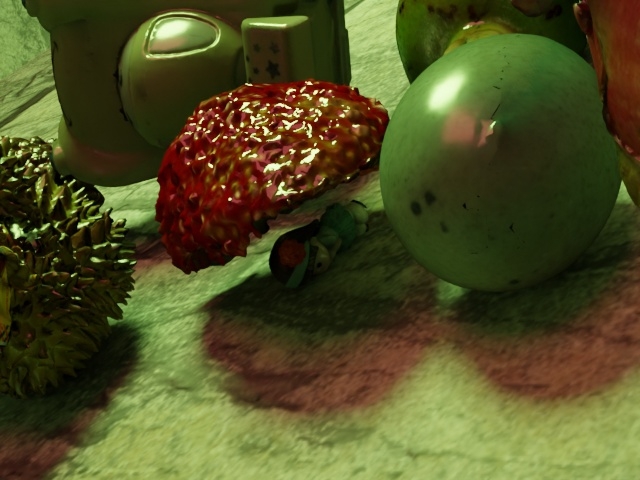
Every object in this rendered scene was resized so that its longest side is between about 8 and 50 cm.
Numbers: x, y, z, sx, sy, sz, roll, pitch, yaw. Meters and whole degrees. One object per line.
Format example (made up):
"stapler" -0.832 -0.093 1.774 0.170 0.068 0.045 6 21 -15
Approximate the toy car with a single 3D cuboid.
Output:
"toy car" -0.147 -0.169 1.272 0.335 0.242 0.226 1 24 13

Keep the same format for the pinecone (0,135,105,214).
"pinecone" -0.339 -0.036 1.411 0.173 0.174 0.173 -23 21 10

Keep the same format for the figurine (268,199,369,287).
"figurine" 0.000 0.000 1.045 0.106 0.047 0.060 -36 -12 -33

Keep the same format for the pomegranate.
"pomegranate" 0.150 -0.220 1.234 0.190 0.159 0.241 -5 33 48

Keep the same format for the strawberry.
"strawberry" -0.036 -0.080 0.999 0.233 0.138 0.306 -31 1 -15

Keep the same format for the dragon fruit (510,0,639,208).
"dragon fruit" 0.286 -0.049 0.582 0.314 0.296 0.263 -20 56 9

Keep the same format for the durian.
"durian" -0.298 0.027 1.087 0.293 0.258 0.258 20 48 39

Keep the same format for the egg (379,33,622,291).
"egg" 0.130 -0.058 0.859 0.169 0.169 0.236 -16 25 28
